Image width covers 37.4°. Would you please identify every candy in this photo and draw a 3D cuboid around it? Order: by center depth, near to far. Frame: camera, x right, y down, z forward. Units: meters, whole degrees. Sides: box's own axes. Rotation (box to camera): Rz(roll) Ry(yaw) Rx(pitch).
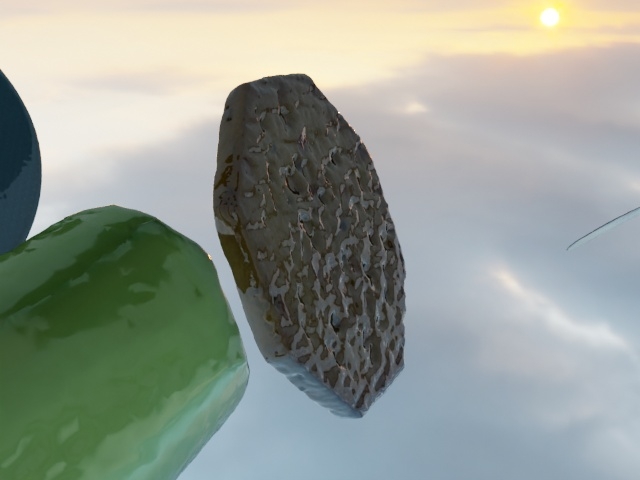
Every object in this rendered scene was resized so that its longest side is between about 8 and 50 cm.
[{"bbox_3d":[-0.161,0.108,0.412,0.132,0.142,0.343,28,-141,14],"label":"candy"}]

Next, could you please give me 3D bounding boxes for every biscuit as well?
[{"bbox_3d":[0.000,0.001,0.944,0.046,0.359,0.359,-16,-173,27],"label":"biscuit"}]

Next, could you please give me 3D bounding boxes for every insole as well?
[{"bbox_3d":[0.327,-0.024,1.002,0.153,0.002,0.053,-25,163,-13],"label":"insole"}]

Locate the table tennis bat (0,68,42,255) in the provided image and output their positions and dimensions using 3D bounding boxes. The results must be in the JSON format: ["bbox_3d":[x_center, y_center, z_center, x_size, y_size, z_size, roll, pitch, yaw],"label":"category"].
[{"bbox_3d":[-0.310,-0.024,0.608,0.044,0.215,0.329,-24,-153,42],"label":"table tennis bat"}]
